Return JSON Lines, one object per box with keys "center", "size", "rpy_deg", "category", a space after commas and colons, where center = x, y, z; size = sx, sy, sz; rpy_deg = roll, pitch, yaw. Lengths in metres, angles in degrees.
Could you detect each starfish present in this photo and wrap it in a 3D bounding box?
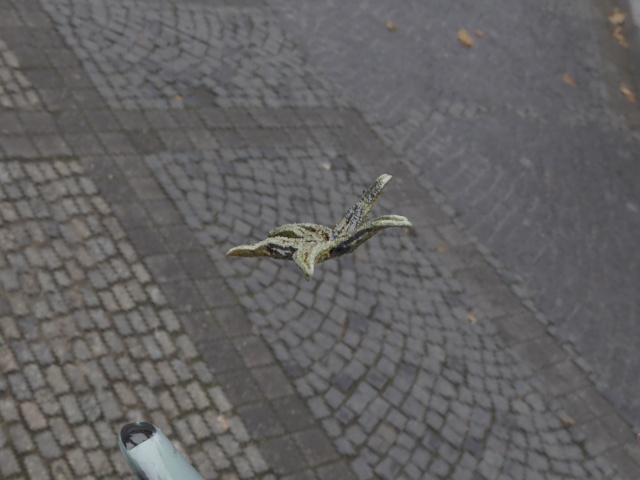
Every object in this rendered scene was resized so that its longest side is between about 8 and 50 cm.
{"center": [0.000, 0.000, 1.082], "size": [0.053, 0.208, 0.176], "rpy_deg": [65, 24, -15], "category": "starfish"}

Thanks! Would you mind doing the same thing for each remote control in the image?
{"center": [-0.041, 0.212, 0.663], "size": [0.256, 0.045, 0.097], "rpy_deg": [49, -3, -16], "category": "remote control"}

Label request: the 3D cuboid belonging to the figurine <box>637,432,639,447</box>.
{"center": [0.424, 0.314, 1.035], "size": [0.206, 0.316, 0.284], "rpy_deg": [-4, 0, 1], "category": "figurine"}
